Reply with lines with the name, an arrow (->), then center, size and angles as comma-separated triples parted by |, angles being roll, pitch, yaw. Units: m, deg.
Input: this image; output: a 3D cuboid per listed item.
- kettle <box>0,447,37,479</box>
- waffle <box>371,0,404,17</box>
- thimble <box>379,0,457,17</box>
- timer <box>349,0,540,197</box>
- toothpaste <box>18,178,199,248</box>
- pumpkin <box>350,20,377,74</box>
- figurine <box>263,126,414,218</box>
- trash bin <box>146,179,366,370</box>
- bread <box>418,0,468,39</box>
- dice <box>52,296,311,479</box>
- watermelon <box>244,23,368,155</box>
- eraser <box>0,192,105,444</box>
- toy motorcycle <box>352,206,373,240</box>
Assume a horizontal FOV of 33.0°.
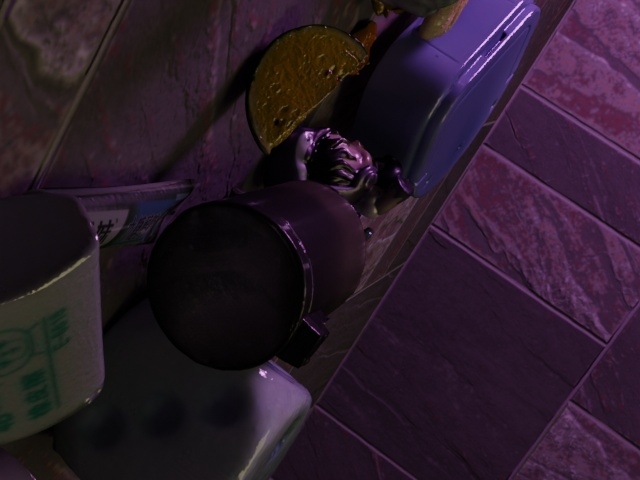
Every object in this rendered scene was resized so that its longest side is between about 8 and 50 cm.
kettle -> -0.420, 0.317, 1.105 | 0.255, 0.165, 0.240 | -36, 129, -48
waffle -> 0.171, -0.452, 1.455 | 0.325, 0.068, 0.302 | -47, 166, -28
thimble -> 0.110, -0.350, 1.093 | 0.150, 0.237, 0.237 | -43, 163, -44
timer -> 0.182, -0.246, 1.813 | 0.395, 0.173, 0.395 | -53, 168, -16
toothpaste -> -0.221, -0.023, 1.114 | 0.099, 0.061, 0.392 | -51, 170, 12
pumpkin -> 0.054, -0.271, 1.578 | 0.101, 0.035, 0.073 | -56, 166, 18
figurine -> 0.014, -0.094, 1.620 | 0.222, 0.145, 0.145 | 16, 115, -36
trash bin -> -0.066, 0.035, 1.396 | 0.203, 0.252, 0.301 | -56, 171, 17
bread -> 0.214, -0.392, 1.527 | 0.251, 0.039, 0.182 | -59, 176, 14
dice -> -0.186, 0.246, 1.496 | 0.263, 0.268, 0.264 | -54, 168, -4
watermelon -> -0.036, -0.202, 1.291 | 0.181, 0.092, 0.075 | -44, 153, -11
eraser -> -0.288, 0.082, 0.960 | 0.189, 0.104, 0.290 | -16, 154, -18
toy motorcycle -> 0.000, 0.000, 1.939 | 0.169, 0.113, 0.315 | -42, -172, 41
